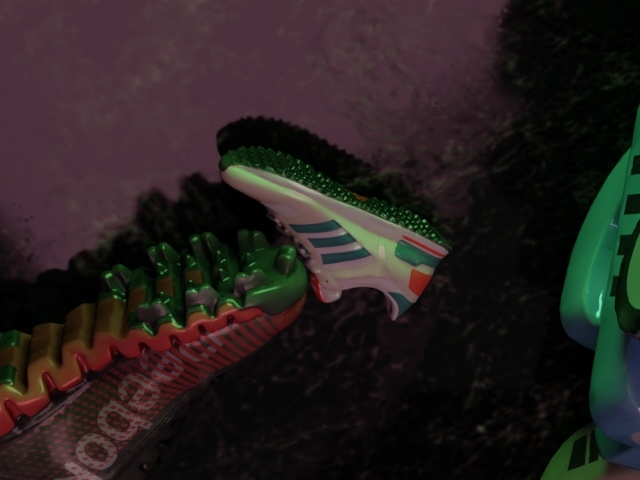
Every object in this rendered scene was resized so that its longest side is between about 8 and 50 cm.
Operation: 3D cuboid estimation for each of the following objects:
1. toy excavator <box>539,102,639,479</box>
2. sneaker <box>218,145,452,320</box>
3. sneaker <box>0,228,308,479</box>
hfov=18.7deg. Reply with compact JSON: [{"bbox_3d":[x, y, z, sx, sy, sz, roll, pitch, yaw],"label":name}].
[{"bbox_3d":[0.228,0.098,1.228,0.222,0.445,0.433,19,66,-12],"label":"toy excavator"},{"bbox_3d":[0.000,0.000,1.240,0.161,0.057,0.075,23,103,-17],"label":"sneaker"},{"bbox_3d":[-0.121,0.092,1.244,0.276,0.097,0.135,-25,114,10],"label":"sneaker"}]
